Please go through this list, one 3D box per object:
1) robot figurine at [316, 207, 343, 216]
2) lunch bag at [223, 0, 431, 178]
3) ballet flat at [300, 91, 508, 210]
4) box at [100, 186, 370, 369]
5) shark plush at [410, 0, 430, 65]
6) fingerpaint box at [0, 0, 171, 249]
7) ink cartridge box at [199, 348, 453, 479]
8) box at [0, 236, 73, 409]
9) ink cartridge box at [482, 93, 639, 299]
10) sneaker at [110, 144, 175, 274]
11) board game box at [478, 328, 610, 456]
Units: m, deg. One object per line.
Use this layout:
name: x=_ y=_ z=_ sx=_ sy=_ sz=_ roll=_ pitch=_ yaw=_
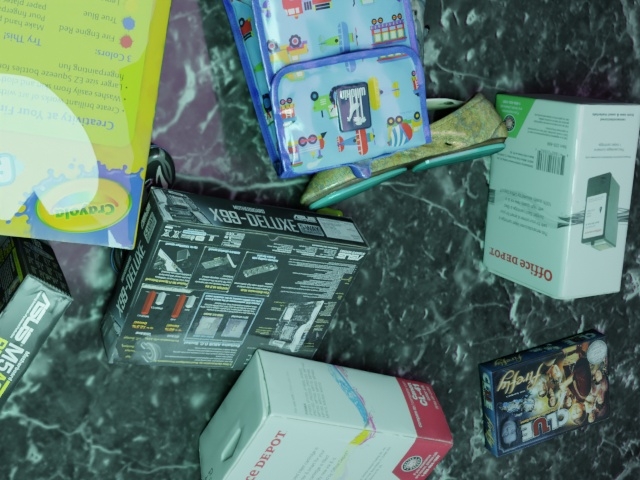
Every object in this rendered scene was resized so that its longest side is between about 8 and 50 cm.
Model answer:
robot figurine: x=0.000 y=0.000 z=1.316 sx=0.115 sy=0.067 sz=0.101 roll=16 pitch=91 yaw=-26
lunch bag: x=0.017 y=-0.225 z=1.203 sx=0.221 sy=0.138 sz=0.293 roll=-16 pitch=96 yaw=-19
ballet flat: x=0.114 y=-0.143 z=1.317 sx=0.348 sy=0.123 sz=0.123 roll=-18 pitch=109 yaw=-18
box: x=-0.116 y=0.066 z=1.213 sx=0.307 sy=0.076 sz=0.242 roll=7 pitch=124 yaw=-30
shark plush: x=0.137 y=-0.318 z=1.325 sx=0.067 sy=0.073 sz=0.161 roll=15 pitch=75 yaw=-44
fingerpaint box: x=-0.423 y=-0.202 z=1.035 sx=0.445 sy=0.163 sz=0.371 roll=6 pitch=99 yaw=-24
ink cartridge box: x=0.004 y=0.300 z=1.311 sx=0.306 sy=0.131 sz=0.226 roll=17 pitch=124 yaw=-25
box: x=-0.393 y=0.111 z=1.063 sx=0.060 sy=0.270 sz=0.216 roll=35 pitch=87 yaw=-25
ink cartridge box: x=0.365 y=-0.076 z=1.376 sx=0.121 sy=0.211 sz=0.289 roll=-4 pitch=105 yaw=-24
sneaker: x=-0.235 y=-0.035 z=1.202 sx=0.067 sy=0.078 sz=0.188 roll=14 pitch=97 yaw=-26
board game box: x=0.398 y=0.267 z=1.562 sx=0.243 sy=0.042 sz=0.165 roll=-14 pitch=108 yaw=-20
